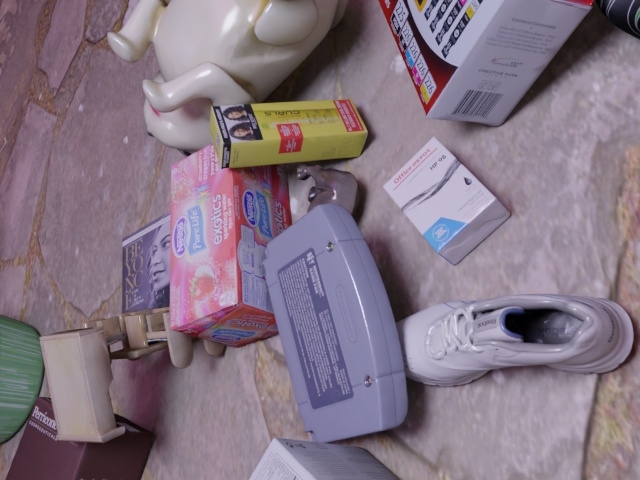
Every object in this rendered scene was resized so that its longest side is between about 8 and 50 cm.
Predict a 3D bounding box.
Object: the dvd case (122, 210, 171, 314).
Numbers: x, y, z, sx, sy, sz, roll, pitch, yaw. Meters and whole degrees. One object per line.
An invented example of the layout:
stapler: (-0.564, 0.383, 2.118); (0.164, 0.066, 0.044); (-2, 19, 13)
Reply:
dvd case: (-0.329, 0.062, 1.195); (0.165, 0.018, 0.221); (-25, 57, 27)

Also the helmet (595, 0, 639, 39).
helmet: (0.405, -0.326, 0.710); (0.170, 0.162, 0.169); (-15, 63, 32)

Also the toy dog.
toy dog: (-0.165, -0.319, 1.043); (0.285, 0.395, 0.407); (42, 124, 14)

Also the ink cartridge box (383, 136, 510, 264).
ink cartridge box: (0.161, -0.067, 0.851); (0.104, 0.060, 0.180); (-45, 51, 14)

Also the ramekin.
ramekin: (-0.737, 0.296, 1.317); (0.304, 0.148, 0.303); (-15, 63, 31)

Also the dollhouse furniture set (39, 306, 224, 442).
dollhouse furniture set: (-0.303, 0.203, 0.990); (0.212, 0.242, 0.160); (-10, 90, 33)

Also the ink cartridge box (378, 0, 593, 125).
ink cartridge box: (0.209, -0.362, 0.815); (0.271, 0.130, 0.309); (120, 143, -49)

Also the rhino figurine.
rhino figurine: (0.000, 0.000, 0.937); (0.106, 0.073, 0.243); (2, 77, 37)

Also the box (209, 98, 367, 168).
box: (-0.050, -0.169, 0.957); (0.058, 0.233, 0.087); (109, 149, -50)

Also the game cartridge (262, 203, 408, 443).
game cartridge: (0.015, 0.111, 0.813); (0.196, 0.060, 0.294); (-36, 64, 52)

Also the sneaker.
sneaker: (0.191, 0.104, 0.712); (0.297, 0.129, 0.110); (-16, 65, 33)

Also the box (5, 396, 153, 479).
box: (-0.444, 0.479, 1.027); (0.191, 0.143, 0.381); (7, 74, 39)

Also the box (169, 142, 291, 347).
box: (-0.143, 0.004, 0.991); (0.142, 0.154, 0.299); (-23, 60, 28)

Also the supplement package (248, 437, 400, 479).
supplement package: (0.039, 0.379, 0.661); (0.263, 0.199, 0.198); (31, 92, 41)
